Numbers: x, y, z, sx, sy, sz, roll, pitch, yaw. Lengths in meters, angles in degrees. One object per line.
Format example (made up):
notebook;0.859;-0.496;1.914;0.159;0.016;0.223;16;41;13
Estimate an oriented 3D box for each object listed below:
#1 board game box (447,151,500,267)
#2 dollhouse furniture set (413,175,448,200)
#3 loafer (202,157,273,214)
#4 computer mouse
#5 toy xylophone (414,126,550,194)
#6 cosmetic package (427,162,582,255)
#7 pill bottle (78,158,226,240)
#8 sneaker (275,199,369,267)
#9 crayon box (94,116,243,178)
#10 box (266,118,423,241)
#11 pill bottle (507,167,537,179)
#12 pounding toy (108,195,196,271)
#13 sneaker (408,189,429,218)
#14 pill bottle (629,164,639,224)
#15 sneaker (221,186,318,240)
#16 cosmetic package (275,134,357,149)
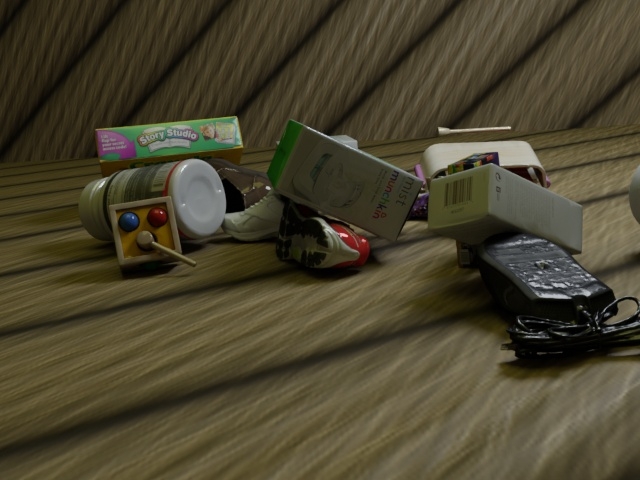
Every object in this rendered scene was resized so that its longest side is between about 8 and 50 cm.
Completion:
board game box;0.264;-0.054;1.198;0.048;0.170;0.141;-1;14;31
dollhouse furniture set;0.234;-0.062;1.365;0.161;0.101;0.182;0;12;-14
loafer;-0.250;-0.126;1.765;0.366;0.133;0.130;7;18;42
computer mouse;0.276;0.073;0.897;0.189;0.072;0.272;-4;25;-8
toy xylophone;0.392;-0.192;1.756;0.323;0.081;0.236;3;37;6
cosmetic package;0.278;-0.034;1.070;0.231;0.085;0.117;18;-19;-35
pill bottle;-0.352;-0.073;1.494;0.283;0.161;0.161;-5;11;32
sneaker;0.000;0.000;1.284;0.119;0.107;0.279;8;11;-24
crayon box;-0.411;-0.210;1.967;0.363;0.106;0.313;-8;-15;-15
box;0.033;-0.113;1.314;0.231;0.126;0.262;22;8;-11
pill bottle;0.485;-0.178;1.857;0.137;0.078;0.078;-2;13;11
pounding toy;-0.301;-0.002;1.290;0.130;0.141;0.100;-11;-10;-14
sneaker;0.215;-0.068;1.557;0.071;0.068;0.170;-32;18;-32
pill bottle;0.606;-0.048;1.022;0.188;0.187;0.334;-8;13;-14
sneaker;-0.101;-0.059;1.466;0.232;0.115;0.090;1;14;23
cosmetic package;-0.013;-0.229;2.125;0.225;0.138;0.224;-7;13;-5
